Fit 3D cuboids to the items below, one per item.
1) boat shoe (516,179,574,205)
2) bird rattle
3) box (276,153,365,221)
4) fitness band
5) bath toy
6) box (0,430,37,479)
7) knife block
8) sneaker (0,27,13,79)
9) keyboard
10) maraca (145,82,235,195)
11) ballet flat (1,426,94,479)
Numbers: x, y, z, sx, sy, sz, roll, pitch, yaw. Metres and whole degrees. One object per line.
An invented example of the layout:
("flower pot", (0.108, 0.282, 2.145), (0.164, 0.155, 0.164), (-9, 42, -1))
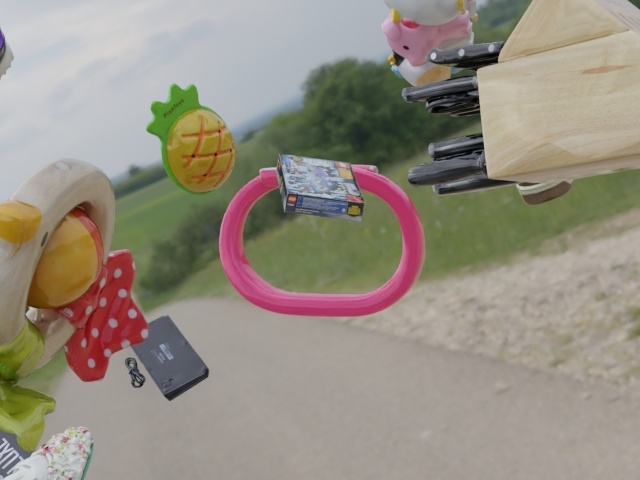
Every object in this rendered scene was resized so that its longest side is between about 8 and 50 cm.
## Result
("boat shoe", (0.276, -0.141, 1.552), (0.095, 0.095, 0.257), (-23, 21, 15))
("bird rattle", (-0.198, 0.038, 0.919), (0.253, 0.143, 0.207), (-32, -36, -59))
("box", (-0.002, -0.066, 1.493), (0.094, 0.027, 0.137), (7, 23, -10))
("fitness band", (0.000, 0.000, 1.679), (0.291, 0.209, 0.054), (1, 9, 18))
("bath toy", (0.138, -0.294, 1.647), (0.129, 0.151, 0.348), (6, -6, 9))
("box", (-0.317, 0.351, 1.518), (0.076, 0.242, 0.307), (-42, -28, -16))
("knife block", (0.194, -0.083, 1.016), (0.088, 0.275, 0.242), (-1, -51, -46))
("sneaker", (-0.522, -0.213, 1.621), (0.146, 0.102, 0.293), (96, -162, -58))
("keyboard", (-0.248, 0.185, 1.882), (0.108, 0.023, 0.180), (-27, 36, -15))
("maraca", (-0.196, -0.152, 1.871), (0.099, 0.185, 0.127), (13, 53, 45))
("ballet flat", (-0.313, 0.294, 1.275), (0.091, 0.077, 0.241), (-4, 57, 48))
